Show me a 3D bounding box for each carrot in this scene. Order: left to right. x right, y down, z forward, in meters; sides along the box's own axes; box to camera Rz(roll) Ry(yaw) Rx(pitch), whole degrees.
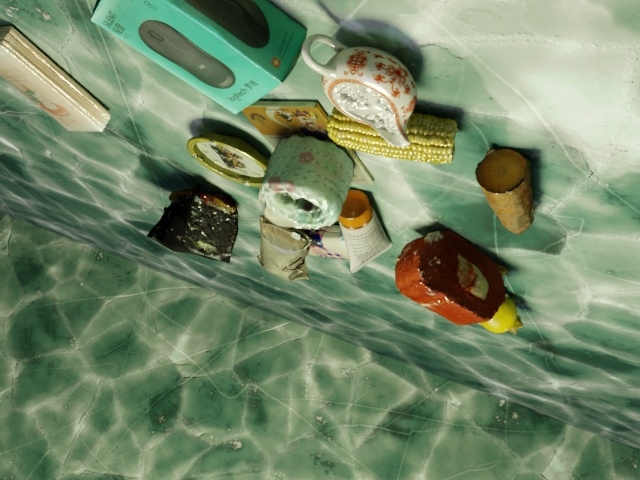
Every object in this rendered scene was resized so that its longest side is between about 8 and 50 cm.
[{"bbox_3d":[0.371,-0.073,1.254,0.102,0.102,0.263,11,159,30],"label":"carrot"}]

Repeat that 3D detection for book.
[{"bbox_3d":[-0.026,-0.213,1.431,0.208,0.020,0.295,8,157,34],"label":"book"}]

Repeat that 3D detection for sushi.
[{"bbox_3d":[-0.362,-0.057,1.936,0.227,0.212,0.215,20,177,-28],"label":"sushi"}]

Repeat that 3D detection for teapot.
[{"bbox_3d":[0.071,-0.259,1.061,0.245,0.116,0.159,27,173,-21],"label":"teapot"}]

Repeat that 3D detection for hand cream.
[{"bbox_3d":[0.117,-0.018,1.678,0.089,0.139,0.314,53,172,33],"label":"hand cream"}]

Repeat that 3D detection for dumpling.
[{"bbox_3d":[-0.091,-0.107,1.678,0.181,0.111,0.155,12,129,12],"label":"dumpling"}]

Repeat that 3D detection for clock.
[{"bbox_3d":[-0.215,-0.208,1.600,0.237,0.057,0.237,20,163,6],"label":"clock"}]

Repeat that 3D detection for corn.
[{"bbox_3d":[0.132,-0.197,1.182,0.244,0.093,0.093,16,160,19],"label":"corn"}]

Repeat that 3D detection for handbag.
[{"bbox_3d":[-0.101,0.029,1.834,0.182,0.117,0.270,23,153,6],"label":"handbag"}]

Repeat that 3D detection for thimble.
[{"bbox_3d":[-0.031,-0.123,1.420,0.185,0.149,0.211,19,160,1],"label":"thimble"}]

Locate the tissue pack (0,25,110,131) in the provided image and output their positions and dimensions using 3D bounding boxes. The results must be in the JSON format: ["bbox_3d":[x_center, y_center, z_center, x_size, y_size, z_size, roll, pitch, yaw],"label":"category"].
[{"bbox_3d":[-0.693,-0.392,1.607,0.170,0.071,0.325,11,158,36],"label":"tissue pack"}]

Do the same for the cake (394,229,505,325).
[{"bbox_3d":[0.325,0.090,1.611,0.283,0.177,0.151,29,160,-14],"label":"cake"}]

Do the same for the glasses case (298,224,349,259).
[{"bbox_3d":[0.000,0.000,1.888,0.327,0.076,0.125,6,152,39],"label":"glasses case"}]

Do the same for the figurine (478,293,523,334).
[{"bbox_3d":[0.453,0.182,1.832,0.234,0.127,0.185,18,178,-30],"label":"figurine"}]

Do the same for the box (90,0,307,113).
[{"bbox_3d":[-0.207,-0.360,1.080,0.311,0.118,0.205,31,158,-25],"label":"box"}]

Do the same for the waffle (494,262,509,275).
[{"bbox_3d":[0.442,0.070,1.677,0.085,0.016,0.078,30,159,-15],"label":"waffle"}]
